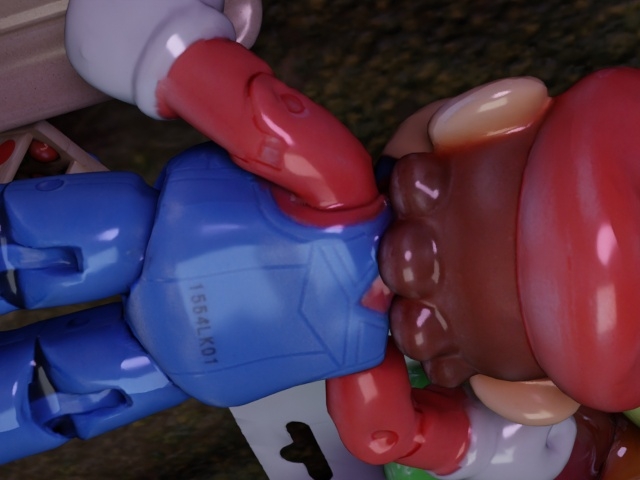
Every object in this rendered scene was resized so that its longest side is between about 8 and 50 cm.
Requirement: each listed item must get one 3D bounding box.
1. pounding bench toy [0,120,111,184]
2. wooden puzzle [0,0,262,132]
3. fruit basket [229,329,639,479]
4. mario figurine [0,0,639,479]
[{"bbox_3d":[-0.135,-0.013,0.607,0.083,0.065,0.052,-4,147,42],"label":"pounding bench toy"},{"bbox_3d":[-0.157,-0.139,0.491,0.221,0.044,0.239,-16,131,7],"label":"wooden puzzle"},{"bbox_3d":[0.139,0.099,0.691,0.353,0.165,0.327,-12,136,8],"label":"fruit basket"},{"bbox_3d":[0.000,0.000,0.526,0.320,0.170,0.198,-7,153,6],"label":"mario figurine"}]
